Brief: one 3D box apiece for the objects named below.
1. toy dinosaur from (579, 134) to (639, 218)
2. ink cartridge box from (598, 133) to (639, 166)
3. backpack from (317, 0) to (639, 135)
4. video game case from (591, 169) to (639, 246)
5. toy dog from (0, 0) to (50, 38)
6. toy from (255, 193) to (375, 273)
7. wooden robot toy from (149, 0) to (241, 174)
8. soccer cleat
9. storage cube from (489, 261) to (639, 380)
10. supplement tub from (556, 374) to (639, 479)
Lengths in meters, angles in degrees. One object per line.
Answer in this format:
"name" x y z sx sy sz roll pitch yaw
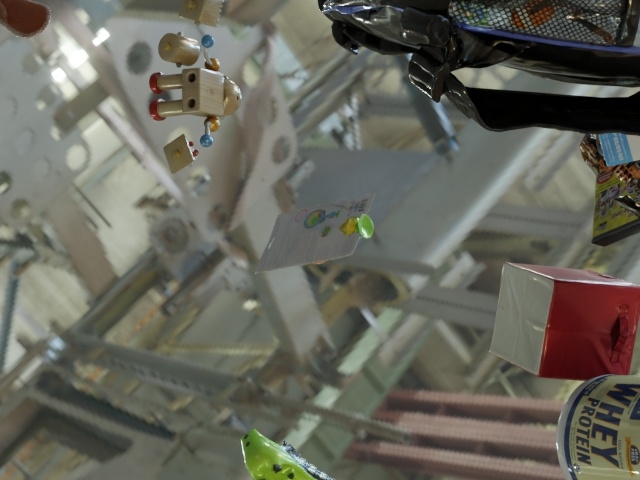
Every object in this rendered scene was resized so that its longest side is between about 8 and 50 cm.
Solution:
"toy dinosaur" 0.555 -0.111 1.757 0.164 0.322 0.218 -66 176 -63
"ink cartridge box" 0.454 -0.151 1.491 0.181 0.061 0.104 -12 -169 31
"backpack" 0.154 -0.179 0.732 0.276 0.263 0.213 -125 -131 -69
"video game case" 0.570 -0.140 2.046 0.275 0.035 0.248 147 -46 -63
"toy dog" -0.412 -0.246 1.283 0.161 0.220 0.333 -38 -132 46
"toy" 0.000 0.000 2.114 0.237 0.056 0.137 -15 -136 43
"wooden robot toy" -0.112 -0.147 1.124 0.076 0.173 0.079 1 179 34
"soccer cleat" -0.023 0.268 1.333 0.060 0.179 0.072 -40 -140 10
"storage cube" 0.453 0.149 2.180 0.215 0.193 0.183 -154 -108 -68
"supplement tub" 0.581 0.343 1.967 0.235 0.235 0.325 -49 -162 -24
